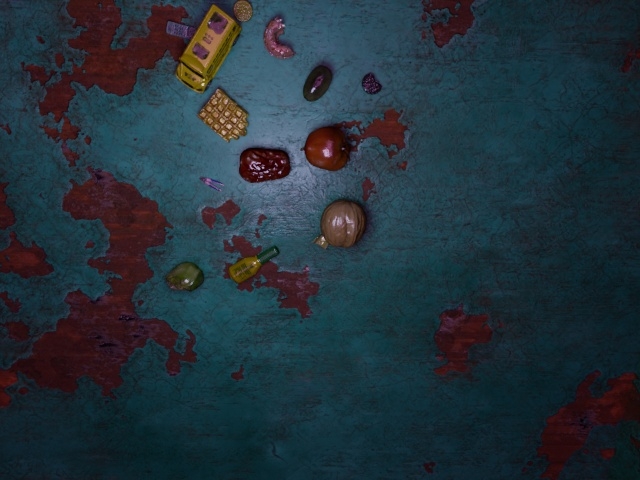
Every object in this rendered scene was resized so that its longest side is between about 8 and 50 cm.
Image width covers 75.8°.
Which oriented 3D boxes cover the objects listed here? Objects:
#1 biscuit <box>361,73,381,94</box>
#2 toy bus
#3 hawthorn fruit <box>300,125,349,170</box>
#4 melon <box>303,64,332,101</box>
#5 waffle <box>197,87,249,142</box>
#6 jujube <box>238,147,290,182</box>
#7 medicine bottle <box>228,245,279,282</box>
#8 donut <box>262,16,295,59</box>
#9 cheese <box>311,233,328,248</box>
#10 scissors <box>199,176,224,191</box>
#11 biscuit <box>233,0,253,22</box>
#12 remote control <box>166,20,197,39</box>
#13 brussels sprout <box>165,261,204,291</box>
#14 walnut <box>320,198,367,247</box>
[{"bbox_3d":[0.225,-0.684,1.799,0.089,0.027,0.087,-2,106,-1],"label":"biscuit"},{"bbox_3d":[-0.467,-0.776,1.686,0.144,0.152,0.330,34,101,-11],"label":"toy bus"},{"bbox_3d":[0.009,-0.402,1.804,0.225,0.196,0.197,5,106,22],"label":"hawthorn fruit"},{"bbox_3d":[-0.014,-0.669,1.759,0.099,0.099,0.162,32,103,-10],"label":"melon"},{"bbox_3d":[-0.407,-0.534,1.801,0.211,0.055,0.160,39,101,-10],"label":"waffle"},{"bbox_3d":[-0.247,-0.334,1.816,0.230,0.155,0.155,-6,105,-7],"label":"jujube"},{"bbox_3d":[-0.315,0.109,1.971,0.260,0.064,0.095,-31,98,7],"label":"medicine bottle"},{"bbox_3d":[-0.186,-0.837,1.725,0.117,0.065,0.166,-25,103,4],"label":"donut"},{"bbox_3d":[-0.001,-0.001,1.966,0.084,0.041,0.060,19,111,-23],"label":"cheese"},{"bbox_3d":[-0.502,-0.264,1.892,0.113,0.012,0.039,23,102,-8],"label":"scissors"},{"bbox_3d":[-0.322,-0.953,1.709,0.083,0.023,0.084,-1,105,-2],"label":"biscuit"},{"bbox_3d":[-0.581,-0.877,1.723,0.124,0.018,0.053,14,105,-6],"label":"remote control"},{"bbox_3d":[-0.634,0.175,1.943,0.183,0.145,0.131,5,140,38],"label":"brussels sprout"},{"bbox_3d":[0.105,-0.075,1.868,0.227,0.228,0.228,-1,105,-2],"label":"walnut"}]
